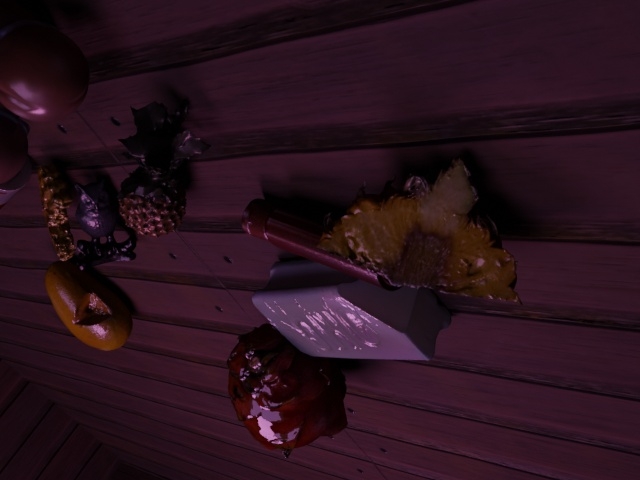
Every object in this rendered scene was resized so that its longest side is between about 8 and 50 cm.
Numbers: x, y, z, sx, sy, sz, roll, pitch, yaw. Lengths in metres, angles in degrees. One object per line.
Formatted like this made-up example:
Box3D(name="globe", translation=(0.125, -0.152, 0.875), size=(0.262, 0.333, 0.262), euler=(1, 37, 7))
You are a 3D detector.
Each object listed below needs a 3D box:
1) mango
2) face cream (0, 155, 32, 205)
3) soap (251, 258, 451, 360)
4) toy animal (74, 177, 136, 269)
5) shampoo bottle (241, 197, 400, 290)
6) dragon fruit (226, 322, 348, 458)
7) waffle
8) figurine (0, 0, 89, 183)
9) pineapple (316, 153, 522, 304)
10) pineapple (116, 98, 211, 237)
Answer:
Box3D(name="mango", translation=(-0.564, 0.157, 1.844), size=(0.262, 0.130, 0.167), euler=(48, 145, -16))
Box3D(name="face cream", translation=(-0.664, -0.122, 1.555), size=(0.096, 0.095, 0.214), euler=(44, 149, -18))
Box3D(name="soap", translation=(0.042, 0.110, 1.222), size=(0.290, 0.095, 0.173), euler=(-8, 132, 49))
Box3D(name="toy animal", translation=(-0.420, -0.053, 1.467), size=(0.117, 0.121, 0.210), euler=(-115, 24, -45))
Box3D(name="shampoo bottle", translation=(0.000, 0.000, 1.109), size=(0.260, 0.064, 0.102), euler=(21, 178, 32))
Box3D(name="dragon fruit", translation=(-0.063, 0.282, 1.452), size=(0.250, 0.250, 0.314), euler=(12, 126, 32))
Box3D(name="waffle", translation=(-0.508, -0.056, 1.466), size=(0.149, 0.051, 0.194), euler=(-124, 32, -44))
Box3D(name="figurine", translation=(-0.519, -0.289, 1.038), size=(0.277, 0.248, 0.388), euler=(-36, 120, 27))
Box3D(name="pineapple", translation=(0.134, -0.033, 0.944), size=(0.250, 0.140, 0.164), euler=(9, 103, 11))
Box3D(name="pineapple", translation=(-0.244, -0.101, 1.169), size=(0.130, 0.118, 0.277), euler=(6, 156, -12))
